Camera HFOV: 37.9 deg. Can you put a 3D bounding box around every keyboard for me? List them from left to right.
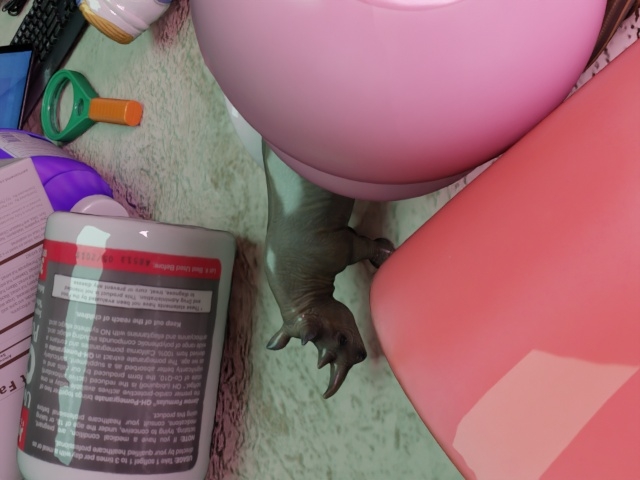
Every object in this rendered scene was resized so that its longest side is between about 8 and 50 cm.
[{"bbox_3d":[-0.386,-0.303,1.264,0.317,0.033,0.201,-44,54,35],"label":"keyboard"}]

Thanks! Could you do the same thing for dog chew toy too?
[{"bbox_3d":[0.039,-0.115,0.545,0.332,0.206,0.207,84,-176,-79],"label":"dog chew toy"}]

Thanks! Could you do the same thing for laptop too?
[{"bbox_3d":[-0.524,-0.152,1.241,0.234,0.264,0.137,5,120,41],"label":"laptop"}]

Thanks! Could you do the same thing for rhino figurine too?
[{"bbox_3d":[0.000,0.000,0.724,0.073,0.106,0.243,-11,77,48],"label":"rhino figurine"}]

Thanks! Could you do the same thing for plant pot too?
[{"bbox_3d":[0.197,0.012,0.401,0.243,0.275,0.275,-52,49,18],"label":"plant pot"}]

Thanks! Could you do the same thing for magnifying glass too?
[{"bbox_3d":[-0.283,-0.161,1.135,0.231,0.026,0.092,14,95,51],"label":"magnifying glass"}]

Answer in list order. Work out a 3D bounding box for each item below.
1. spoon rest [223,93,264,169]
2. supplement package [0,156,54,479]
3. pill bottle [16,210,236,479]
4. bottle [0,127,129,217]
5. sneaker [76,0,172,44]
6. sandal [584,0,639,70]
[{"bbox_3d":[-0.046,-0.191,0.822,0.137,0.084,0.276,-22,69,45],"label":"spoon rest"},{"bbox_3d":[-0.354,0.080,0.976,0.177,0.175,0.293,4,119,48],"label":"supplement package"},{"bbox_3d":[-0.182,0.138,0.859,0.176,0.176,0.319,7,90,49],"label":"pill bottle"},{"bbox_3d":[-0.313,-0.056,1.081,0.283,0.118,0.092,28,105,46],"label":"bottle"},{"bbox_3d":[-0.211,-0.359,1.038,0.131,0.112,0.296,-31,63,22],"label":"sneaker"},{"bbox_3d":[0.180,-0.181,0.579,0.090,0.060,0.219,50,124,35],"label":"sandal"}]
